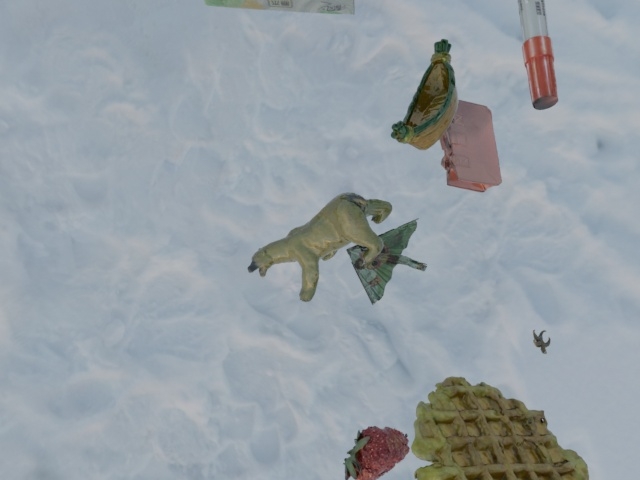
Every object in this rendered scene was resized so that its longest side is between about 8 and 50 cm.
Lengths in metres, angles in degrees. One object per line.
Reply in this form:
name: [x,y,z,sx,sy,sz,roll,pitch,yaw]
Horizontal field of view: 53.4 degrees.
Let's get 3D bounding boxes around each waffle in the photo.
waffle: [0.286,0.351,0.982,0.324,0.068,0.302,35,33,9]

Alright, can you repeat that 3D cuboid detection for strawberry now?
strawberry: [0.172,0.620,1.805,0.228,0.098,0.174,19,106,-44]

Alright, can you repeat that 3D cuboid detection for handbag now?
handbag: [0.350,-0.228,1.520,0.157,0.059,0.213,5,72,-32]

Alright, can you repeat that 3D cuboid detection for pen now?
pen: [0.203,-0.238,0.617,0.028,0.028,0.239,4,72,-18]

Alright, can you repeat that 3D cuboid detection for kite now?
kite: [0.190,0.054,1.869,0.323,0.267,0.013,-61,143,-27]

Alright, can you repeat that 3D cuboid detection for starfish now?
starfish: [0.661,0.304,1.903,0.091,0.028,0.078,7,52,-43]

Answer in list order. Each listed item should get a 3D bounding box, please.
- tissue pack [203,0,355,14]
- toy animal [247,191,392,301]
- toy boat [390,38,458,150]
tissue pack: [-0.056,-0.413,0.943,0.229,0.145,0.159,4,76,3]
toy animal: [0.000,0.000,0.952,0.218,0.103,0.101,-34,121,20]
toy boat: [0.185,-0.243,1.095,0.088,0.088,0.230,48,58,-35]
